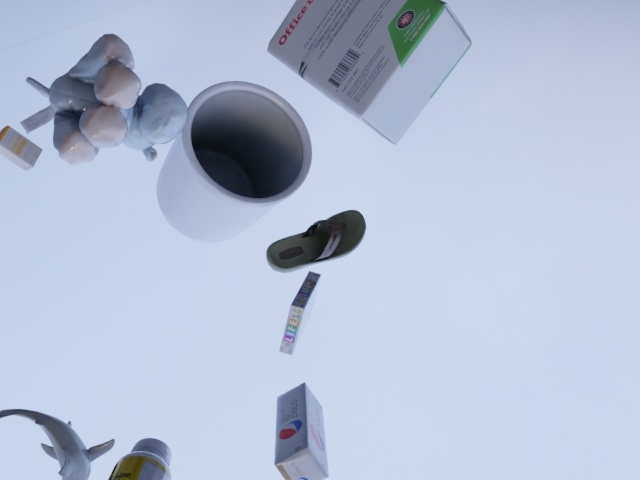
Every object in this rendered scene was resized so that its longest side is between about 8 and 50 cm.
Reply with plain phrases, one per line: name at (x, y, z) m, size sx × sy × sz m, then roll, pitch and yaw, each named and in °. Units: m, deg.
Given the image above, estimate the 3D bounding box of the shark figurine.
shark figurine at (-0.541, 0.425, 1.164) m, size 0.166 × 0.278 × 0.116 m, roll -30°, pitch -160°, yaw 2°

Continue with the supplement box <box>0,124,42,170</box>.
supplement box at (-0.741, -0.225, 1.403) m, size 0.036 × 0.098 × 0.062 m, roll -16°, pitch -133°, yaw 33°

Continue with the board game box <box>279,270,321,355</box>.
board game box at (-0.037, 0.136, 1.101) m, size 0.026 × 0.103 × 0.154 m, roll 17°, pitch -158°, yaw 6°

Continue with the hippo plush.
hippo plush at (-0.400, -0.230, 1.140) m, size 0.294 × 0.237 × 0.234 m, roll -17°, pitch -113°, yaw 29°

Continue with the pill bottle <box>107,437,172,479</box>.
pill bottle at (-0.311, 0.424, 0.963) m, size 0.103 × 0.103 × 0.184 m, roll -1°, pitch -158°, yaw 2°

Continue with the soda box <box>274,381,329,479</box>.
soda box at (-0.037, 0.355, 1.055) m, size 0.069 × 0.073 × 0.216 m, roll -30°, pitch -165°, yaw 5°

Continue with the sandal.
sandal at (0.000, 0.002, 1.542) m, size 0.303 × 0.086 × 0.120 m, roll -25°, pitch -107°, yaw -22°

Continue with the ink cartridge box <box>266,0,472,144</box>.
ink cartridge box at (0.072, -0.333, 0.978) m, size 0.122 × 0.211 × 0.289 m, roll 22°, pitch -161°, yaw -51°

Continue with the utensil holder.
utensil holder at (-0.251, -0.190, 1.537) m, size 0.328 × 0.327 × 0.385 m, roll -28°, pitch 179°, yaw -31°
